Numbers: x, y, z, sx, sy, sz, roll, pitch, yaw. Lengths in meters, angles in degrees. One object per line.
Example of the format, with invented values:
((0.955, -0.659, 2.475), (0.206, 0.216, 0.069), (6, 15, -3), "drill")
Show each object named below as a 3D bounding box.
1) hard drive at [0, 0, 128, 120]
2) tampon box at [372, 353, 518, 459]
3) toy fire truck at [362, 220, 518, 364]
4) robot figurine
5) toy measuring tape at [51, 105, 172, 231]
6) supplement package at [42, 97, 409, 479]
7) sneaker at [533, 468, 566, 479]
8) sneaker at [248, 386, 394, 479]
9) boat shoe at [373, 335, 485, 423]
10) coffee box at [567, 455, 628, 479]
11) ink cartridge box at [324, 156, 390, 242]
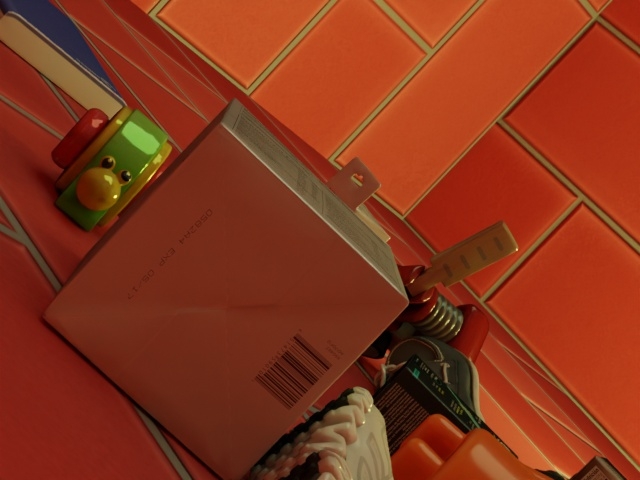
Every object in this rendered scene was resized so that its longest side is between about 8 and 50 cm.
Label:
((-0.378, -0.284, 2.207), (0.210, 0.040, 0.318), (40, 7, -33), "hard drive")
((0.117, 0.216, 1.726), (0.161, 0.101, 0.120), (45, 7, 4), "tampon box")
((0.154, 0.077, 2.125), (0.217, 0.158, 0.246), (41, -27, -29), "toy fire truck")
((0.159, 0.264, 1.549), (0.219, 0.128, 0.158), (44, 6, 5), "robot figurine")
((-0.203, -0.086, 1.665), (0.121, 0.121, 0.330), (42, 6, -9), "toy measuring tape")
((-0.070, 0.029, 1.334), (0.198, 0.199, 0.262), (43, 6, -7), "supplement package")
((0.369, 0.389, 2.418), (0.170, 0.051, 0.089), (39, 7, -2), "sneaker")
((0.012, 0.199, 1.242), (0.118, 0.110, 0.292), (51, 14, -5), "sneaker")
((0.120, 0.177, 1.953), (0.099, 0.116, 0.319), (45, 10, -20), "boat shoe")
((0.436, 0.433, 2.199), (0.297, 0.119, 0.168), (47, 5, 17), "coffee box")
((0.011, 0.000, 2.048), (0.067, 0.198, 0.115), (40, 7, -28), "ink cartridge box")
